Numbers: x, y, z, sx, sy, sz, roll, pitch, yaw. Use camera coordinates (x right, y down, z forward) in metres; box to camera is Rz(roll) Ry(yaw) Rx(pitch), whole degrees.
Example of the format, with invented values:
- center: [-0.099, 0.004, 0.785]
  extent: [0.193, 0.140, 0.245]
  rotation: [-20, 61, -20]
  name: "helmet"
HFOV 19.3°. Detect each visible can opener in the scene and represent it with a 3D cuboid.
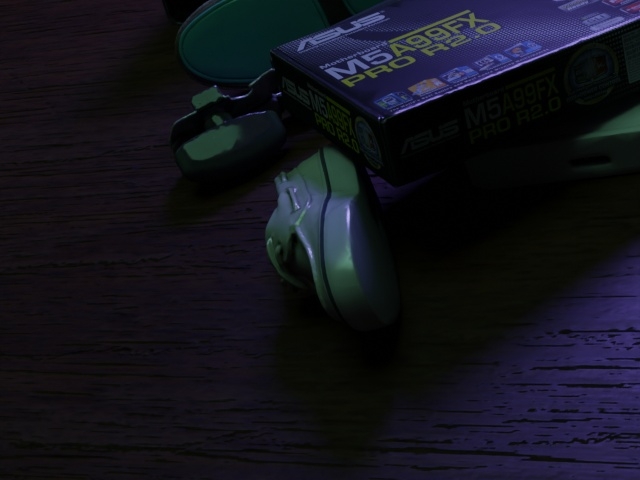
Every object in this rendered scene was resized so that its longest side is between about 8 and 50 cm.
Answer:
- center: [-0.010, -0.134, 1.711]
  extent: [0.280, 0.074, 0.093]
  rotation: [-30, 63, -8]
  name: "can opener"

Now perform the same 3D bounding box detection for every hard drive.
- center: [0.256, -0.153, 1.558]
  extent: [0.203, 0.040, 0.307]
  rotation: [-6, 33, 28]
  name: "hard drive"

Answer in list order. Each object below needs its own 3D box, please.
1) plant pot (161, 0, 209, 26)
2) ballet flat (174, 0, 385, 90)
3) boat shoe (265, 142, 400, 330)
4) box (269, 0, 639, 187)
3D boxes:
- center: [-0.083, -0.353, 2.006]
  extent: [0.188, 0.187, 0.167]
  rotation: [-16, 11, 14]
  name: "plant pot"
- center: [0.015, -0.224, 1.810]
  extent: [0.316, 0.107, 0.106]
  rotation: [-18, 7, 12]
  name: "ballet flat"
- center: [0.000, 0.000, 1.434]
  extent: [0.088, 0.096, 0.267]
  rotation: [-24, 27, 8]
  name: "boat shoe"
- center: [0.125, -0.145, 1.498]
  extent: [0.270, 0.060, 0.216]
  rotation: [-22, 28, -15]
  name: "box"
